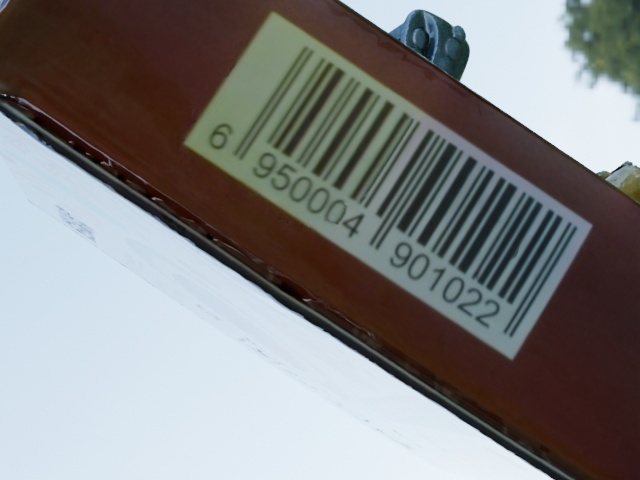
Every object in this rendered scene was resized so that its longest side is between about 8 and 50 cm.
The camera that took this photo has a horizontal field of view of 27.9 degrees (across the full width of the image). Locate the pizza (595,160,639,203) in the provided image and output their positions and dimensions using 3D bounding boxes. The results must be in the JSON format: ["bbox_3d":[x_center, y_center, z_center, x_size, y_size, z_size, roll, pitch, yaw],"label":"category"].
[{"bbox_3d":[0.147,0.011,0.970,0.127,0.246,0.058,-34,-87,-41],"label":"pizza"}]

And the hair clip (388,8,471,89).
[{"bbox_3d":[0.098,-0.138,1.608,0.206,0.194,0.310,51,-135,-9],"label":"hair clip"}]

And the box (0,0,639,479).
[{"bbox_3d":[0.000,0.000,0.707,0.122,0.344,0.385,-57,4,-9],"label":"box"}]
